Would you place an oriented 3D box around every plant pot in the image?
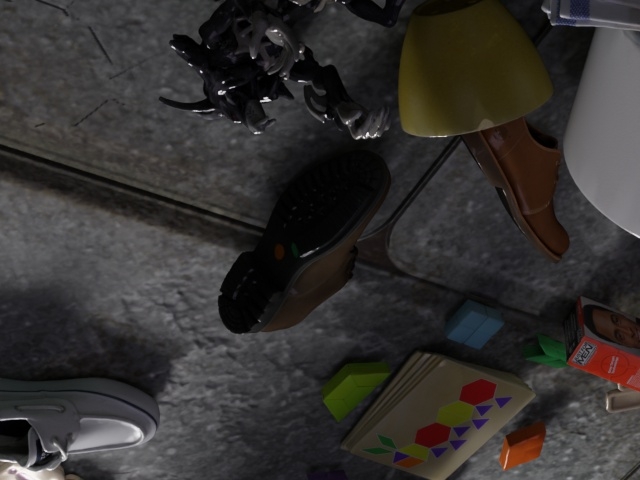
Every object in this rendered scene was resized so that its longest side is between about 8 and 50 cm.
[{"bbox_3d":[0.121,-0.157,1.432,0.134,0.134,0.095,-16,110,2],"label":"plant pot"}]

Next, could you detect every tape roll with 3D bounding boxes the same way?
[{"bbox_3d":[0.341,-0.121,1.423,0.246,0.246,0.169,-1,134,-13],"label":"tape roll"}]

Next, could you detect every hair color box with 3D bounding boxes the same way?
[{"bbox_3d":[0.324,0.116,1.750,0.141,0.072,0.043,20,124,-11],"label":"hair color box"}]

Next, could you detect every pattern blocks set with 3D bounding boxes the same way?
[{"bbox_3d":[0.124,0.193,1.834,0.285,0.026,0.325,30,121,-36],"label":"pattern blocks set"}]

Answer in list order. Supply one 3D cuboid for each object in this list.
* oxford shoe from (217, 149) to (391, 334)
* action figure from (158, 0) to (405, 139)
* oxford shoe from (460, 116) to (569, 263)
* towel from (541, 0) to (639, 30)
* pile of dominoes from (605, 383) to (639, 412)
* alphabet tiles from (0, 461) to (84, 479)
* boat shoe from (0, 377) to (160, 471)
[{"bbox_3d":[0.000,0.000,1.590,0.096,0.082,0.227,7,136,-45],"label":"oxford shoe"},{"bbox_3d":[-0.010,-0.162,1.373,0.276,0.141,0.164,-42,141,23],"label":"action figure"},{"bbox_3d":[0.199,-0.055,1.579,0.076,0.076,0.212,-32,134,3],"label":"oxford shoe"},{"bbox_3d":[0.326,-0.251,1.318,0.285,0.034,0.209,8,89,-1],"label":"towel"},{"bbox_3d":[0.425,0.090,1.817,0.196,0.040,0.251,7,124,-15],"label":"pile of dominoes"},{"bbox_3d":[-0.376,0.325,1.846,0.284,0.021,0.278,-34,133,19],"label":"alphabet tiles"},{"bbox_3d":[-0.285,0.192,1.691,0.258,0.084,0.095,4,133,-17],"label":"boat shoe"}]
